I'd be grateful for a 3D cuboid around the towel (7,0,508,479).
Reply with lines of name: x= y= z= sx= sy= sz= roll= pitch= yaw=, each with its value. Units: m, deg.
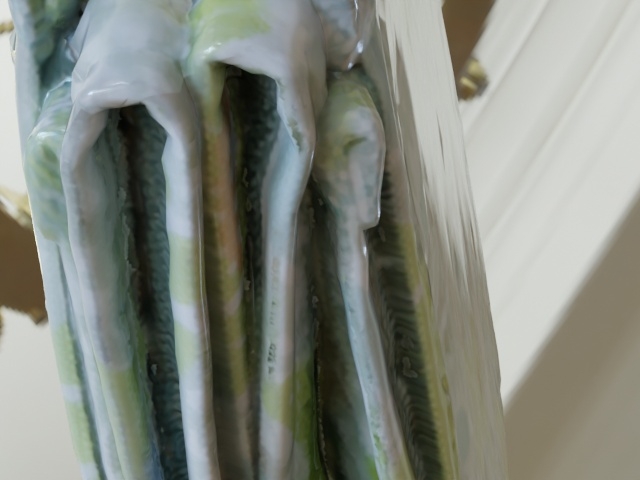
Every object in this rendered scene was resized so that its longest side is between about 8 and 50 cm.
towel: x=0.000 y=0.000 z=0.523 sx=0.090 sy=0.374 sz=0.320 roll=-7 pitch=-61 yaw=7
